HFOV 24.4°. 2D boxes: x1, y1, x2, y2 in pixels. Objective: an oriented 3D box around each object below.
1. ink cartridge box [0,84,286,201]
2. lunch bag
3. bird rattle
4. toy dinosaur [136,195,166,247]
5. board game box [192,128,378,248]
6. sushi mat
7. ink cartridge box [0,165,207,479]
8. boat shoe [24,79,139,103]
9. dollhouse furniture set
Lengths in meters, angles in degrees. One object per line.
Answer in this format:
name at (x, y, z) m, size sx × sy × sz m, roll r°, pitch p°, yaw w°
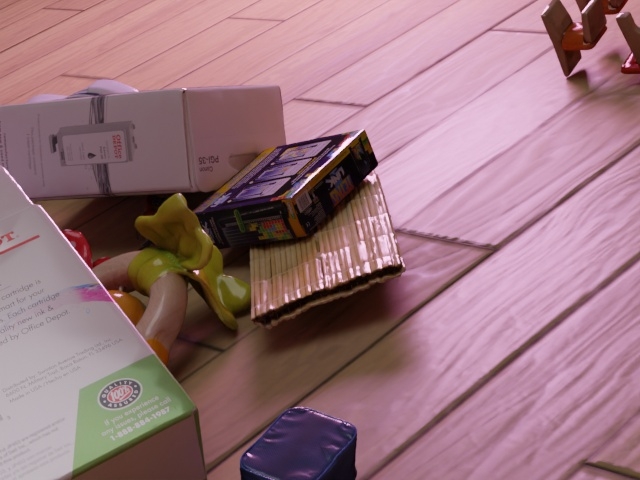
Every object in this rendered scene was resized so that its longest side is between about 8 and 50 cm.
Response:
ink cartridge box at (-0.207, -0.113, 1.719) m, size 0.283 × 0.117 × 0.207 m, roll -2°, pitch 5°, yaw 31°
lunch bag at (-0.017, 0.181, 1.112) m, size 0.067 × 0.065 × 0.098 m, roll 18°, pitch 38°, yaw 28°
bird rattle at (-0.206, 0.061, 1.425) m, size 0.253 × 0.143 × 0.207 m, roll -11°, pitch 41°, yaw 20°
toy dinosaur at (-0.183, -0.028, 1.662) m, size 0.047 × 0.090 × 0.082 m, roll -5°, pitch 55°, yaw -11°
board game box at (-0.038, -0.053, 1.578) m, size 0.141 × 0.048 × 0.170 m, roll -10°, pitch 22°, yaw 36°
sushi mat at (0.000, 0.000, 1.495) m, size 0.151 × 0.019 × 0.316 m, roll -21°, pitch 19°, yaw 4°
ink cartridge box at (-0.268, 0.106, 1.218) m, size 0.207 × 0.119 × 0.353 m, roll -26°, pitch 49°, yaw -20°
boat shoe at (-0.322, -0.141, 1.970) m, size 0.302 × 0.109 × 0.094 m, roll -2°, pitch 43°, yaw 49°
dollhouse furniture set at (0.439, -0.276, 1.754) m, size 0.262 × 0.135 × 0.259 m, roll 4°, pitch 43°, yaw 39°
